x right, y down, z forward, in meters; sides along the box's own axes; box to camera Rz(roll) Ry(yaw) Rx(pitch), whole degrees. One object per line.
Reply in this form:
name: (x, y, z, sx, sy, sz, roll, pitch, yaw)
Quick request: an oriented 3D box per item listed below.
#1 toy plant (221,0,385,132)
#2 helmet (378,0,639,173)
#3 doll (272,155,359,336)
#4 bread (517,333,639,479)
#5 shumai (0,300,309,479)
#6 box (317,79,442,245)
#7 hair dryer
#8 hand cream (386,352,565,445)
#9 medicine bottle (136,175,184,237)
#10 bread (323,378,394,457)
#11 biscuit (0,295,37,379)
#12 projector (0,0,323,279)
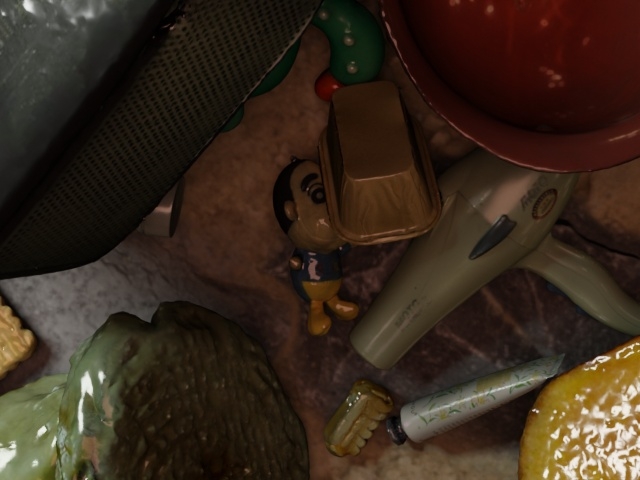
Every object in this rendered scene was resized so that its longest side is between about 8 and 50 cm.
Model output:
toy plant: (-0.037, -0.285, 1.211, 0.280, 0.185, 0.400, 17, 106, -28)
helmet: (0.205, -0.238, 1.166, 0.338, 0.230, 0.384, 0, 86, -2)
doll: (0.000, 0.000, 1.284, 0.089, 0.102, 0.179, -13, 98, 43)
bread: (0.329, 0.222, 1.188, 0.172, 0.312, 0.312, 29, 100, -45)
shumai: (-0.197, 0.216, 1.288, 0.263, 0.304, 0.309, -2, 81, 38)
box: (0.055, -0.074, 1.236, 0.111, 0.177, 0.111, -5, 139, -4)
hair dryer: (0.175, 0.059, 1.284, 0.296, 0.119, 0.298, -30, 107, 12)
hand cream: (0.154, 0.157, 1.289, 0.194, 0.067, 0.042, -27, 89, 23)
medicine bottle: (-0.207, -0.047, 1.289, 0.130, 0.080, 0.080, 12, 97, 2)
bread: (0.038, 0.185, 1.325, 0.049, 0.033, 0.088, 29, 101, -15)
biscuit: (-0.426, 0.062, 1.338, 0.160, 0.030, 0.249, -40, 93, 6)
projector: (-0.253, -0.229, 1.094, 0.405, 0.242, 0.395, -45, 70, 27)
